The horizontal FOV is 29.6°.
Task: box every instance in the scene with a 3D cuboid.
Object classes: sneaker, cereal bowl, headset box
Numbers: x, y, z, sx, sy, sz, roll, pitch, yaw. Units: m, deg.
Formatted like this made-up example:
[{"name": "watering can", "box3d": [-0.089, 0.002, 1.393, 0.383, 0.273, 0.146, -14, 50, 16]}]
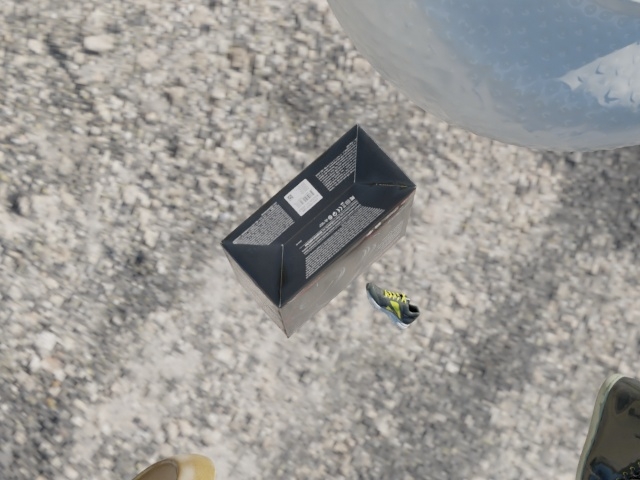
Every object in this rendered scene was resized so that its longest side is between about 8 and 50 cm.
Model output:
[{"name": "sneaker", "box3d": [0.087, 0.072, 1.454, 0.035, 0.031, 0.083, -35, 124, 23]}, {"name": "cereal bowl", "box3d": [0.164, -0.212, 0.685, 0.339, 0.141, 0.339, -3, 100, -15]}, {"name": "headset box", "box3d": [0.000, 0.000, 0.434, 0.062, 0.083, 0.032, -41, 79, -8]}, {"name": "sneaker", "box3d": [0.410, 0.298, 1.591, 0.083, 0.118, 0.222, -6, 108, -37]}]

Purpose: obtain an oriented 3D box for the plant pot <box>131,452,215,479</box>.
[{"name": "plant pot", "box3d": [-0.203, 0.315, 1.281, 0.032, 0.236, 0.236, 44, 73, -16]}]
